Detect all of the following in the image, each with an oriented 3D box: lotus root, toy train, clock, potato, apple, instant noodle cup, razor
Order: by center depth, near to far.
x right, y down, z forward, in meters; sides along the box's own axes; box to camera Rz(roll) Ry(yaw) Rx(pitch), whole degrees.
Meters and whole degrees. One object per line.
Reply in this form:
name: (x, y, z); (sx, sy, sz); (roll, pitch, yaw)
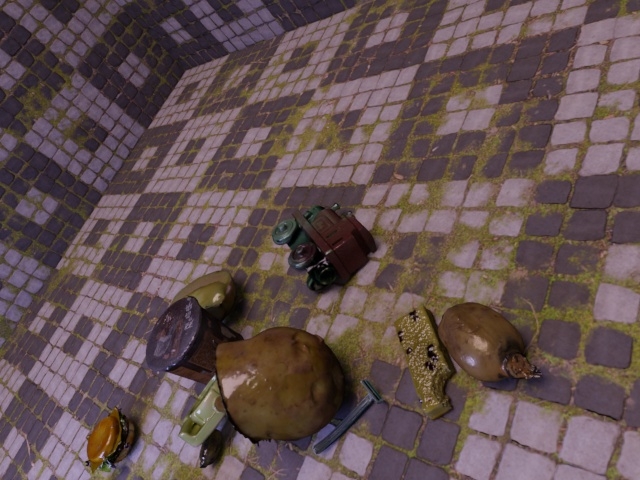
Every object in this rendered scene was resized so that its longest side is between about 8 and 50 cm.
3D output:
lotus root: (0.313, 0.197, 0.924); (0.125, 0.118, 0.221); (-61, 34, 12)
razor: (0.057, 0.393, 1.058); (0.191, 0.037, 0.068); (-48, 43, 3)
potato: (-0.076, 0.305, 1.114); (0.237, 0.301, 0.289); (-28, 68, 1)
lotus root: (-0.281, 0.533, 1.243); (0.054, 0.049, 0.099); (-42, 25, 49)
clock: (-0.267, 0.403, 1.258); (0.232, 0.069, 0.170); (-53, 6, 5)
toy train: (0.000, 0.000, 1.365); (0.221, 0.150, 0.304); (-38, 38, -3)
instant noodle cup: (-0.340, 0.298, 1.370); (0.217, 0.207, 0.217); (-26, 43, 27)
apple: (-0.359, 0.190, 1.552); (0.265, 0.120, 0.193); (-19, 34, 27)

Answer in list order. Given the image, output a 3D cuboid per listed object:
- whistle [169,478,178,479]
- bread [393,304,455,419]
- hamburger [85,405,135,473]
whistle: (-0.352, 0.641, 1.188); (0.244, 0.110, 0.092); (-13, 19, 36)
bread: (0.223, 0.248, 1.015); (0.088, 0.049, 0.226); (-33, 42, 18)
hamburger: (-0.630, 0.609, 1.471); (0.164, 0.093, 0.190); (-40, 38, 14)
